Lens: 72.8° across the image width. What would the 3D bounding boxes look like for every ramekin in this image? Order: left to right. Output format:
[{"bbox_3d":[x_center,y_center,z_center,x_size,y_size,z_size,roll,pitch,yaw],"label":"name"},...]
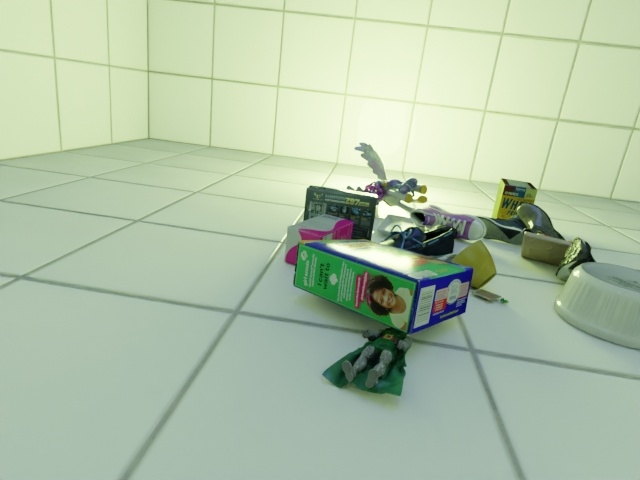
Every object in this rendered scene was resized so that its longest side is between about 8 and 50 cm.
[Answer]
[{"bbox_3d":[0.748,0.150,1.084,0.273,0.127,0.273,7,18,-2],"label":"ramekin"}]

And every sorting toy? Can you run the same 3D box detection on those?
[{"bbox_3d":[0.453,0.151,1.155,0.062,0.012,0.083,-3,16,-40],"label":"sorting toy"},{"bbox_3d":[0.773,0.032,1.437,0.193,0.038,0.208,17,-16,28],"label":"sorting toy"}]

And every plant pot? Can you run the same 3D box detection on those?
[{"bbox_3d":[0.433,0.079,1.219,0.134,0.134,0.095,-12,54,-44],"label":"plant pot"}]

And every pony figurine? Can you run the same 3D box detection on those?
[{"bbox_3d":[0.276,-0.217,1.887,0.363,0.302,0.351,20,-10,45],"label":"pony figurine"}]

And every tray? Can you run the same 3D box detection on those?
[{"bbox_3d":[0.310,-0.052,1.696,0.145,0.030,0.270,13,19,15],"label":"tray"}]

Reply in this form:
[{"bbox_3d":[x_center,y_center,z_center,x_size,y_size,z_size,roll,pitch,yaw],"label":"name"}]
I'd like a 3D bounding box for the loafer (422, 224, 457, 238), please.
[{"bbox_3d":[0.397,-0.006,1.525,0.223,0.076,0.078,-8,28,-25],"label":"loafer"}]

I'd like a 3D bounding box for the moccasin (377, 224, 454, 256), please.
[{"bbox_3d":[0.282,0.004,1.374,0.342,0.116,0.138,-7,22,-35],"label":"moccasin"}]

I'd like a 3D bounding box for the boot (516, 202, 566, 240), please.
[{"bbox_3d":[0.812,-0.046,1.638,0.161,0.083,0.246,-6,53,-39],"label":"boot"}]

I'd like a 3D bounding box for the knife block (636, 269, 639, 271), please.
[{"bbox_3d":[1.060,0.170,1.202,0.242,0.088,0.276,1,19,-20],"label":"knife block"}]

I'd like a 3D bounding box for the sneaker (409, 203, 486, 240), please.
[{"bbox_3d":[0.471,-0.061,1.653,0.282,0.102,0.161,21,20,38],"label":"sneaker"}]

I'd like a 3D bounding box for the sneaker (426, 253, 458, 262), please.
[{"bbox_3d":[0.350,0.065,1.310,0.166,0.065,0.076,-4,17,-34],"label":"sneaker"}]

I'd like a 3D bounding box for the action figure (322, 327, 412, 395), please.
[{"bbox_3d":[0.115,0.203,0.807,0.137,0.063,0.232,12,15,24],"label":"action figure"}]

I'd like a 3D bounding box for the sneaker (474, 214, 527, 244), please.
[{"bbox_3d":[0.724,-0.061,1.762,0.226,0.086,0.163,23,32,22],"label":"sneaker"}]

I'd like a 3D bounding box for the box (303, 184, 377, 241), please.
[{"bbox_3d":[0.060,-0.075,1.428,0.233,0.183,0.059,8,18,6],"label":"box"}]

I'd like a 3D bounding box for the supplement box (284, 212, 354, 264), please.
[{"bbox_3d":[0.000,0.000,1.293,0.111,0.114,0.220,17,19,26],"label":"supplement box"}]

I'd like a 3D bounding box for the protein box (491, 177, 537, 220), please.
[{"bbox_3d":[0.864,-0.160,1.951,0.136,0.199,0.201,12,19,15],"label":"protein box"}]

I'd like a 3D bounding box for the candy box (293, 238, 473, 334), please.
[{"bbox_3d":[0.142,0.085,0.997,0.317,0.122,0.268,15,12,39],"label":"candy box"}]

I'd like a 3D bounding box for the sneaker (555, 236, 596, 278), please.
[{"bbox_3d":[0.765,0.068,1.267,0.108,0.100,0.271,30,-1,30],"label":"sneaker"}]
